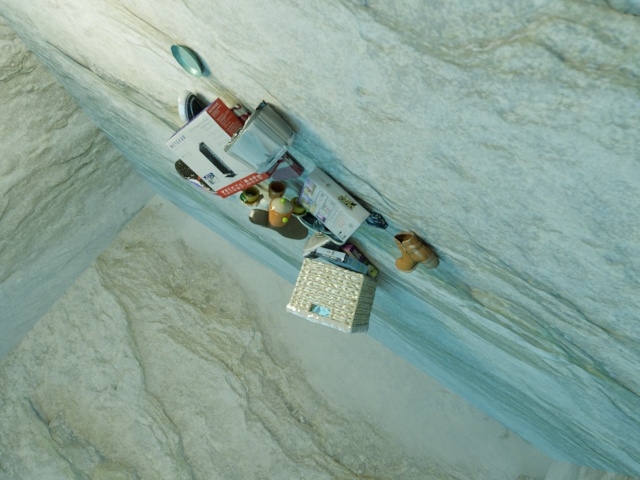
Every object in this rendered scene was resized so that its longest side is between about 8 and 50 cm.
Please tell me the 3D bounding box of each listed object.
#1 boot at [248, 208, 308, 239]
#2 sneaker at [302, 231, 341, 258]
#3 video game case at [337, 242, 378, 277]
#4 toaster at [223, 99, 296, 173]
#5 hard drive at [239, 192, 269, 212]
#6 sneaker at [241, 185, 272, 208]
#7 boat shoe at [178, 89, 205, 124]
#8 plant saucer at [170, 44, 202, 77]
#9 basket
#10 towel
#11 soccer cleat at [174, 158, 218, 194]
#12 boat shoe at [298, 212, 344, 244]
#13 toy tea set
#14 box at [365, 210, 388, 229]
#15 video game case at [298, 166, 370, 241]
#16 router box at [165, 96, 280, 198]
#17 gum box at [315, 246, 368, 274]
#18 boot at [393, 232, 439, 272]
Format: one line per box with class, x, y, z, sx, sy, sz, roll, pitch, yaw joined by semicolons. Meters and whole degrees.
boot;-0.194;-0.082;2.061;0.306;0.112;0.115;20;179;11
sneaker;0.000;0.000;1.899;0.105;0.115;0.281;12;159;-33
video game case;0.133;0.082;1.956;0.210;0.041;0.232;46;161;-29
toaster;-0.179;-0.314;1.286;0.147;0.129;0.227;38;127;-19
hard drive;-0.317;-0.179;2.158;0.203;0.040;0.307;30;163;20
sneaker;-0.310;-0.222;1.946;0.237;0.085;0.086;35;159;10
boat shoe;-0.441;-0.438;1.588;0.102;0.108;0.301;14;151;13
plant saucer;-0.416;-0.569;1.314;0.119;0.021;0.119;33;164;11
basket;0.072;0.261;1.956;0.329;0.266;0.331;16;175;22
towel;-0.223;-0.345;1.518;0.329;0.037;0.237;44;162;-23
soccer cleat;-0.672;-0.345;2.323;0.319;0.108;0.116;31;167;10
boat shoe;0.012;-0.072;1.724;0.233;0.084;0.079;30;154;11
toy tea set;-0.201;-0.198;1.667;0.336;0.200;0.124;35;139;11
box;0.188;-0.073;1.456;0.083;0.018;0.067;19;157;47
video game case;0.041;-0.122;1.516;0.244;0.061;0.269;41;164;2
router box;-0.359;-0.315;1.510;0.336;0.082;0.301;-13;130;48
gum box;0.094;0.088;1.814;0.157;0.041;0.184;14;169;43
boot;0.299;0.037;1.447;0.152;0.072;0.197;42;151;-22
